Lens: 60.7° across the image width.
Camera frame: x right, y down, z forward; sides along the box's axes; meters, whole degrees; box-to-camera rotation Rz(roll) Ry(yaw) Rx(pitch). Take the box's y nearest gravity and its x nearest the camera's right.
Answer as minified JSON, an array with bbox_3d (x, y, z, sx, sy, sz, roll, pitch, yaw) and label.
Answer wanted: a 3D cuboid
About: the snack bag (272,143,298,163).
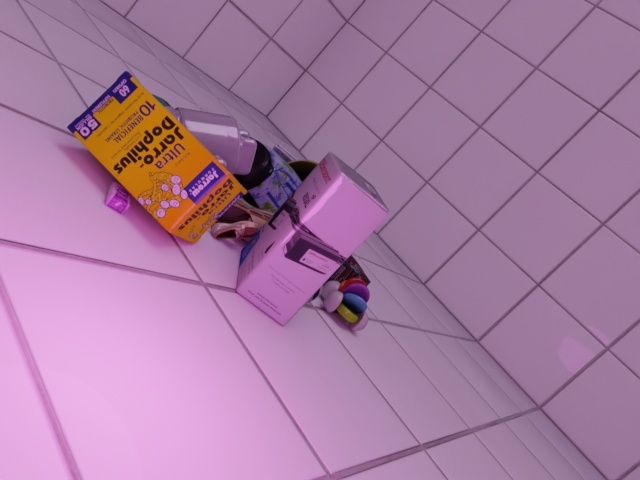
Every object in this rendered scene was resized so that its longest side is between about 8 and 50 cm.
[{"bbox_3d":[-0.132,-0.263,2.445,0.323,0.037,0.343,39,-25,-11],"label":"snack bag"}]

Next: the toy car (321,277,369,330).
[{"bbox_3d":[0.098,0.188,1.759,0.159,0.136,0.182,40,12,-16],"label":"toy car"}]

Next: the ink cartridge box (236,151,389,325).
[{"bbox_3d":[-0.031,-0.018,1.438,0.166,0.395,0.285,39,12,-17],"label":"ink cartridge box"}]

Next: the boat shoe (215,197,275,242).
[{"bbox_3d":[-0.217,-0.043,1.644,0.324,0.122,0.119,30,20,-17],"label":"boat shoe"}]

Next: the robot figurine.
[{"bbox_3d":[-0.369,-0.277,1.586,0.354,0.199,0.300,3,26,-30],"label":"robot figurine"}]

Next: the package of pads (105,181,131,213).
[{"bbox_3d":[-0.454,-0.097,1.232,0.050,0.032,0.083,34,15,-28],"label":"package of pads"}]

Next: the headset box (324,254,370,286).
[{"bbox_3d":[0.037,0.081,2.002,0.293,0.110,0.218,33,15,-39],"label":"headset box"}]

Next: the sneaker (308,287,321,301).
[{"bbox_3d":[-0.032,0.066,1.633,0.079,0.216,0.121,-2,37,-43],"label":"sneaker"}]

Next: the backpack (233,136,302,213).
[{"bbox_3d":[-0.183,-0.187,1.909,0.290,0.274,0.355,42,-21,46],"label":"backpack"}]

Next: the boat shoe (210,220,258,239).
[{"bbox_3d":[-0.239,-0.023,1.542,0.136,0.050,0.045,-6,49,-20],"label":"boat shoe"}]

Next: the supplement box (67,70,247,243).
[{"bbox_3d":[-0.380,-0.190,1.310,0.356,0.194,0.195,44,-2,9],"label":"supplement box"}]

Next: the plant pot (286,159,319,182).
[{"bbox_3d":[-0.079,-0.172,2.234,0.275,0.274,0.293,42,-4,-3],"label":"plant pot"}]

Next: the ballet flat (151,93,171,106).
[{"bbox_3d":[-0.510,-0.375,1.838,0.349,0.123,0.123,41,9,35],"label":"ballet flat"}]
